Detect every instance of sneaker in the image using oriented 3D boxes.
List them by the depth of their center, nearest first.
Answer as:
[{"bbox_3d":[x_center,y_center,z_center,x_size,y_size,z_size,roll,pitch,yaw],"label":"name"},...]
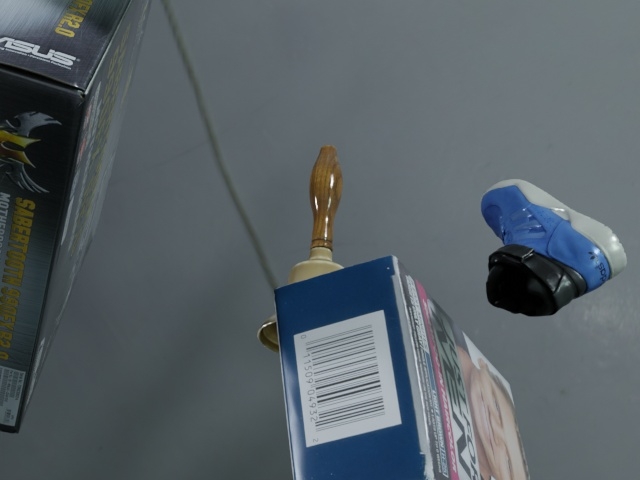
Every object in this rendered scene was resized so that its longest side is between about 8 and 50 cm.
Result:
[{"bbox_3d":[0.145,0.007,0.747,0.084,0.152,0.058,-32,123,-13],"label":"sneaker"}]

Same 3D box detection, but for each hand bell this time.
[{"bbox_3d":[0.000,0.000,1.136,0.126,0.126,0.242,-9,61,22],"label":"hand bell"}]

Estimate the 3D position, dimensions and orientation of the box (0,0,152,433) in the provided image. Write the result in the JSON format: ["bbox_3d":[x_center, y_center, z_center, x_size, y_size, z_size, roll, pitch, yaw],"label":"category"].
[{"bbox_3d":[-0.148,-0.039,0.543,0.056,0.183,0.231,17,127,-8],"label":"box"}]

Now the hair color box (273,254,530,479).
[{"bbox_3d":[0.087,0.161,0.842,0.105,0.347,0.174,-17,61,17],"label":"hair color box"}]
